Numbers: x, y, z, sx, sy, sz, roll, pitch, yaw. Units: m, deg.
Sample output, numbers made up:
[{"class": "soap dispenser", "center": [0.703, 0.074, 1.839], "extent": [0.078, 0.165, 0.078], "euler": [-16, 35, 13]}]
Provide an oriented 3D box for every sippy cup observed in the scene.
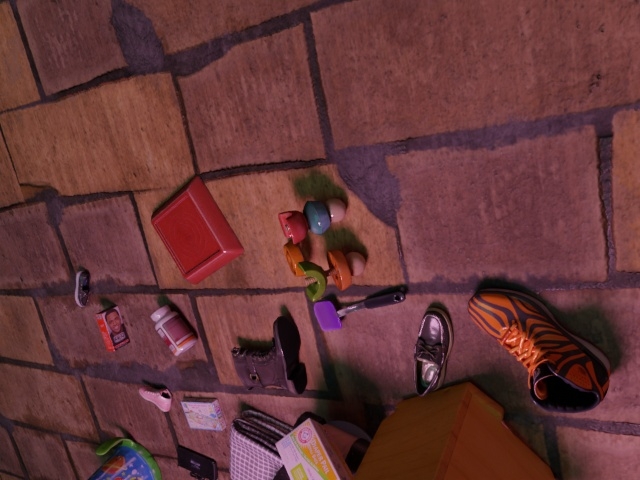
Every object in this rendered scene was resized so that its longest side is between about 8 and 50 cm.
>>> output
[{"class": "sippy cup", "center": [-0.762, 0.920, 2.190], "extent": [0.305, 0.224, 0.240], "euler": [49, 127, 7]}]

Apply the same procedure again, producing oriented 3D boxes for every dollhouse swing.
[{"class": "dollhouse swing", "center": [0.303, 0.559, 1.301], "extent": [0.315, 0.347, 0.305], "euler": [-30, 101, 37]}]

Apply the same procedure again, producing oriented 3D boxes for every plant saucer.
[{"class": "plant saucer", "center": [-0.377, -0.018, 1.692], "extent": [0.259, 0.047, 0.258], "euler": [-31, 90, 36]}]

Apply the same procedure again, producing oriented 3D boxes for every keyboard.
[{"class": "keyboard", "center": [-0.438, 0.802, 2.063], "extent": [0.180, 0.023, 0.108], "euler": [9, 106, 31]}]

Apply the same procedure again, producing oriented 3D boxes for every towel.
[{"class": "towel", "center": [-0.151, 0.677, 1.769], "extent": [0.283, 0.121, 0.235], "euler": [18, 118, 26]}]

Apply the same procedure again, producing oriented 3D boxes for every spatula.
[{"class": "spatula", "center": [0.093, 0.170, 1.472], "extent": [0.296, 0.030, 0.084], "euler": [-22, 93, 37]}]

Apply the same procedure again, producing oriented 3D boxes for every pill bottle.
[{"class": "pill bottle", "center": [-0.467, 0.283, 1.841], "extent": [0.152, 0.086, 0.086], "euler": [52, 127, 5]}]

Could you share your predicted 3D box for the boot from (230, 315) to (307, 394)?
[{"class": "boot", "center": [-0.166, 0.332, 1.664], "extent": [0.229, 0.091, 0.263], "euler": [1, 111, 32]}]

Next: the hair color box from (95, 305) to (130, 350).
[{"class": "hair color box", "center": [-0.724, 0.307, 2.024], "extent": [0.043, 0.072, 0.141], "euler": [-7, 105, 35]}]

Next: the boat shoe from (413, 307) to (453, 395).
[{"class": "boat shoe", "center": [0.261, 0.270, 1.375], "extent": [0.080, 0.073, 0.224], "euler": [14, 115, 28]}]

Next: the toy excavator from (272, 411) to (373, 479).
[{"class": "toy excavator", "center": [0.042, 0.733, 1.622], "extent": [0.222, 0.445, 0.433], "euler": [17, 75, 29]}]

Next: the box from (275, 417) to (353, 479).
[{"class": "box", "center": [-0.005, 0.546, 1.382], "extent": [0.114, 0.103, 0.203], "euler": [-39, 47, 3]}]

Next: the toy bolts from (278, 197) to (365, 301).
[{"class": "toy bolts", "center": [0.000, 0.000, 1.435], "extent": [0.218, 0.158, 0.229], "euler": [-138, 29, -64]}]

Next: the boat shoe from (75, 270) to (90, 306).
[{"class": "boat shoe", "center": [-0.842, 0.176, 2.065], "extent": [0.040, 0.049, 0.142], "euler": [18, 115, 26]}]

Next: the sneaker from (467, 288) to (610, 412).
[{"class": "sneaker", "center": [0.432, 0.222, 1.181], "extent": [0.321, 0.180, 0.125], "euler": [31, 122, 19]}]

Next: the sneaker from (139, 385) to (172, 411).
[{"class": "sneaker", "center": [-0.572, 0.533, 2.028], "extent": [0.134, 0.051, 0.070], "euler": [31, 120, 15]}]

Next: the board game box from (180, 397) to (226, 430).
[{"class": "board game box", "center": [-0.392, 0.582, 1.945], "extent": [0.154, 0.026, 0.103], "euler": [-9, 103, 35]}]
